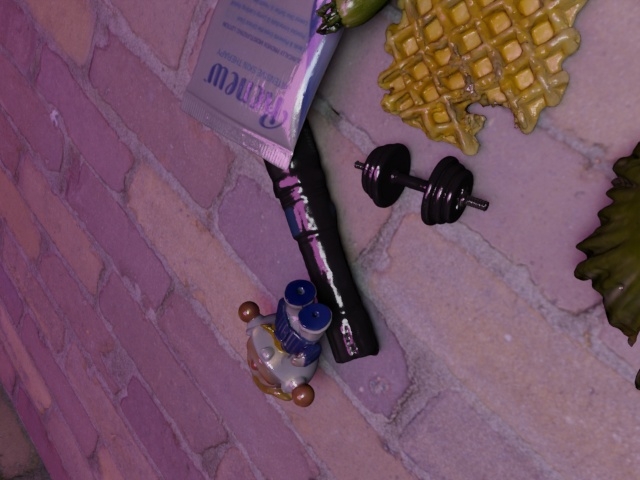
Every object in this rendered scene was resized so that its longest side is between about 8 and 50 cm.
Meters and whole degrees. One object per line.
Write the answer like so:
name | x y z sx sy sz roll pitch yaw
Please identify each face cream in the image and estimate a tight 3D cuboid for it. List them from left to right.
face cream | -0.058 -0.346 0.699 0.234 0.137 0.421 31 108 17

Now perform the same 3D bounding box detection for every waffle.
waffle | 0.197 -0.250 0.606 0.261 0.056 0.250 34 116 31

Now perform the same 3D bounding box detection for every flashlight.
flashlight | 0.000 0.000 0.776 0.103 0.103 0.425 -21 87 37

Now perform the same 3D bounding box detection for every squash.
squash | 0.100 -0.388 0.604 0.071 0.080 0.319 33 93 6

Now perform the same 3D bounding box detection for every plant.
plant | 0.341 -0.004 0.390 0.180 0.333 0.251 11 93 19

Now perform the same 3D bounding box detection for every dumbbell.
dumbbell | 0.135 -0.080 0.657 0.208 0.099 0.099 24 112 32

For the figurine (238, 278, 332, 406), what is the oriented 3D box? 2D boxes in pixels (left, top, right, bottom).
figurine | -0.057 0.155 0.776 0.193 0.133 0.275 36 137 35
